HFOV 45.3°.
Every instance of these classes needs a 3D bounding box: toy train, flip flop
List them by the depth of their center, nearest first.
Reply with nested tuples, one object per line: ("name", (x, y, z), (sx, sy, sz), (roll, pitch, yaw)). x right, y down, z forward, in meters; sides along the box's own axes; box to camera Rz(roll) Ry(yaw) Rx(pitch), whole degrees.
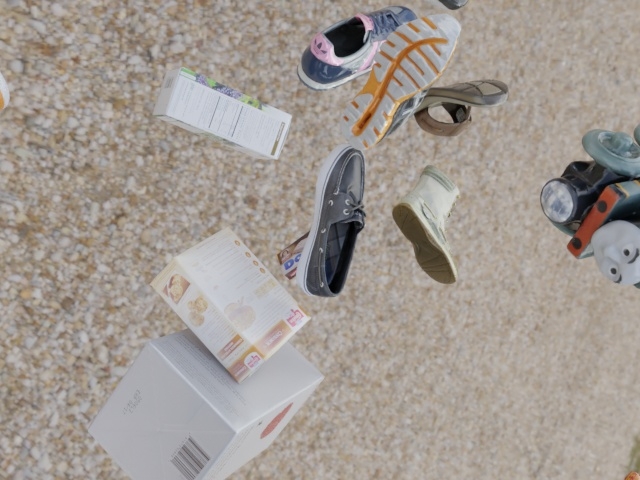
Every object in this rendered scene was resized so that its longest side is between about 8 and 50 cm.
("toy train", (0.413, -0.038, 0.888), (0.334, 0.190, 0.142), (-9, 138, -31))
("flip flop", (0.187, -0.200, 1.207), (0.112, 0.277, 0.080), (-16, 98, -34))

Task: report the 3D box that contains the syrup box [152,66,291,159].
("syrup box", (-0.184, -0.236, 1.452), (0.237, 0.093, 0.096), (19, 89, -28))

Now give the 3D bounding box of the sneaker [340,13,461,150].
("sneaker", (0.110, -0.210, 1.007), (0.083, 0.084, 0.215), (-22, 160, -51))

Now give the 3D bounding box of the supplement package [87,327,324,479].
("supplement package", (-0.156, 0.238, 1.138), (0.177, 0.175, 0.293), (-54, 165, 18))

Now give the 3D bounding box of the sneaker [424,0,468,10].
("sneaker", (0.062, -0.374, 1.031), (0.270, 0.145, 0.090), (39, 46, -10))

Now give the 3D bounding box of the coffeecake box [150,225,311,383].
("coffeecake box", (-0.123, 0.087, 1.085), (0.068, 0.185, 0.142), (-45, 176, 31))

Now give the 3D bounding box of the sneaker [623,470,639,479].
("sneaker", (0.501, 0.455, 1.240), (0.064, 0.067, 0.175), (-12, 112, -41))

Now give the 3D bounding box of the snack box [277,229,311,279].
("snack box", (0.000, 0.000, 1.424), (0.178, 0.064, 0.022), (-36, 130, 12))

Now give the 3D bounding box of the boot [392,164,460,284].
("boot", (0.243, -0.032, 1.575), (0.213, 0.077, 0.165), (56, 47, -21))

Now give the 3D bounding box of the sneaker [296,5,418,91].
("sneaker", (0.098, -0.411, 1.543), (0.319, 0.112, 0.131), (-37, 171, -28))

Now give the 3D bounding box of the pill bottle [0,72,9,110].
("pill bottle", (-0.527, -0.169, 0.992), (0.216, 0.121, 0.121), (-45, 134, -30))

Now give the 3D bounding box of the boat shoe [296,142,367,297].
("boat shoe", (0.029, -0.027, 1.096), (0.080, 0.076, 0.228), (23, 84, -41))
